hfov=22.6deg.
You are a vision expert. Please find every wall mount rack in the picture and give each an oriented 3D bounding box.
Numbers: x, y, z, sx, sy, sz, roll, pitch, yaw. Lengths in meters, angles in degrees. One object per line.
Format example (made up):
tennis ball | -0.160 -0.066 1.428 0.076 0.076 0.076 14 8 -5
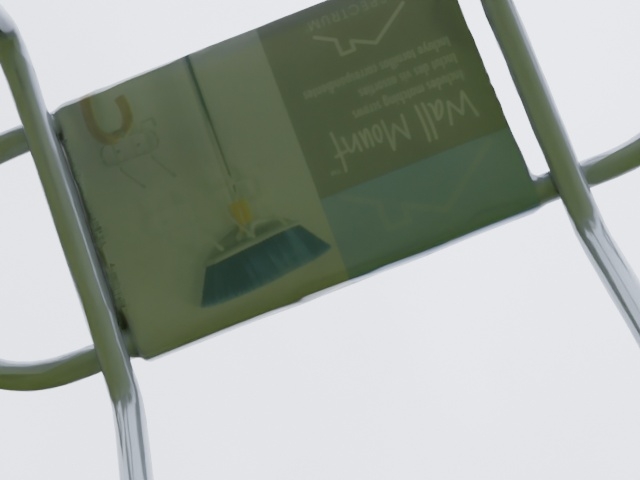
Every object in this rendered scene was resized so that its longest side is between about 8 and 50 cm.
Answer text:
wall mount rack | 0.000 0.000 0.597 0.350 0.130 0.304 -21 -104 3
